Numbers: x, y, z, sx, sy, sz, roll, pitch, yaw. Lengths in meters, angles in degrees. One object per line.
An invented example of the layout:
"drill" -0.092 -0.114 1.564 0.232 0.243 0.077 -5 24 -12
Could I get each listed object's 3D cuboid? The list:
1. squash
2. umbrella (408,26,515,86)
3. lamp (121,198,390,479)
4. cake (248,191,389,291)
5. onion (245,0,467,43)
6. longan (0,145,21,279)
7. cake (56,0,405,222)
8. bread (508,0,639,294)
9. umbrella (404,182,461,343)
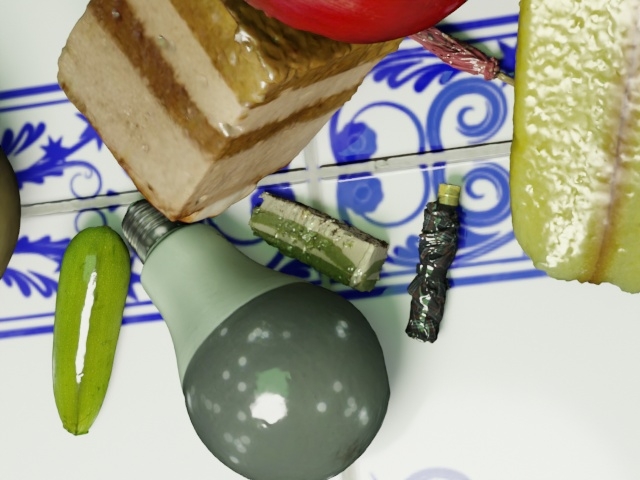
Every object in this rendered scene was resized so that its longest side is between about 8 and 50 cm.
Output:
"squash" -0.216 0.083 1.849 0.066 0.066 0.201 10 100 15
"umbrella" 0.109 -0.176 1.776 0.165 0.025 0.027 28 120 15
"lamp" -0.062 0.090 1.779 0.182 0.182 0.314 -52 45 10
"cake" 0.000 0.000 1.807 0.140 0.055 0.051 28 99 31
"onion" 0.033 -0.341 1.535 0.341 0.341 0.341 0 91 15
"longan" -0.403 -0.023 1.803 0.258 0.258 0.258 0 91 15
"cake" -0.092 -0.155 1.729 0.198 0.196 0.293 50 135 10
"bread" 0.291 -0.151 1.713 0.233 0.245 0.361 16 125 13
"umbrella" 0.102 0.019 1.772 0.037 0.040 0.143 11 92 27
